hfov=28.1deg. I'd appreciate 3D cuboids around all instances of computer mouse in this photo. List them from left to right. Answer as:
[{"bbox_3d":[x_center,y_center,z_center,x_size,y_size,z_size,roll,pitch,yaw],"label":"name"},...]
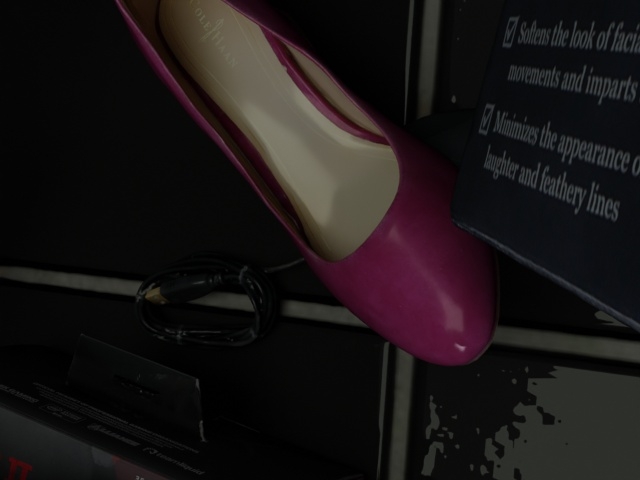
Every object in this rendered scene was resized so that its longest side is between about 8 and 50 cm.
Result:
[{"bbox_3d":[0.000,0.000,0.619,0.242,0.041,0.071,-25,80,27],"label":"computer mouse"}]

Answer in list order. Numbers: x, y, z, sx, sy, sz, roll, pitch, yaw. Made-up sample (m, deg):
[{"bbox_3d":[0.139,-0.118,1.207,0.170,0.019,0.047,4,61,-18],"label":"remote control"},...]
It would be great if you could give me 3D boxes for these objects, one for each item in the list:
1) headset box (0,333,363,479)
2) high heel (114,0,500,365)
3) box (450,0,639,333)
[{"bbox_3d":[-0.118,0.196,0.644,0.218,0.110,0.293,18,99,27],"label":"headset box"},{"bbox_3d":[-0.015,-0.047,0.548,0.082,0.117,0.244,-43,54,22],"label":"high heel"},{"bbox_3d":[0.213,-0.146,0.330,0.212,0.293,0.395,12,99,-12],"label":"box"}]
